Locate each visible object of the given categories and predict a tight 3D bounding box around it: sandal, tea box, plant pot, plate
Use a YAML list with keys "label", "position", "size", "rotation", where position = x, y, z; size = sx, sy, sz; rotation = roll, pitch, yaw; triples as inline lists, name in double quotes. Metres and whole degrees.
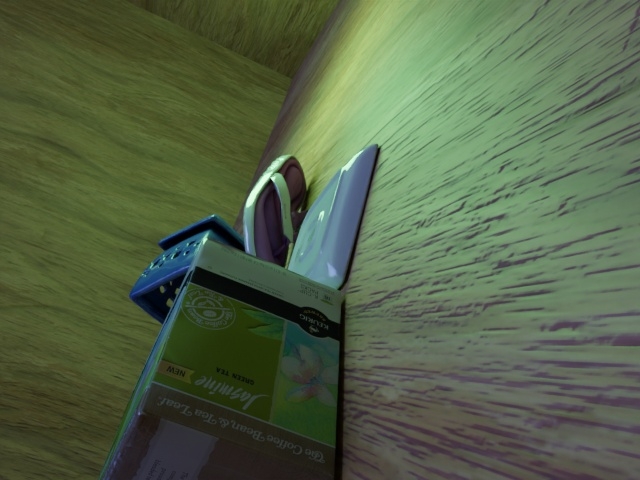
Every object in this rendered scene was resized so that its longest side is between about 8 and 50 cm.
- label: "sandal"
  position: [-0.078, -0.072, 1.416]
  size: [0.102, 0.169, 0.416]
  rotation: [-15, 37, 21]
- label: "tea box"
  position: [-0.139, 0.238, 0.827]
  size: [0.324, 0.219, 0.329]
  rotation: [-87, 23, -58]
- label: "plant pot"
  position: [-0.278, 0.087, 1.534]
  size: [0.235, 0.236, 0.212]
  rotation: [-23, 39, 31]
- label: "plate"
  position: [0.000, 0.000, 1.091]
  size: [0.278, 0.045, 0.277]
  rotation: [130, 159, -56]
